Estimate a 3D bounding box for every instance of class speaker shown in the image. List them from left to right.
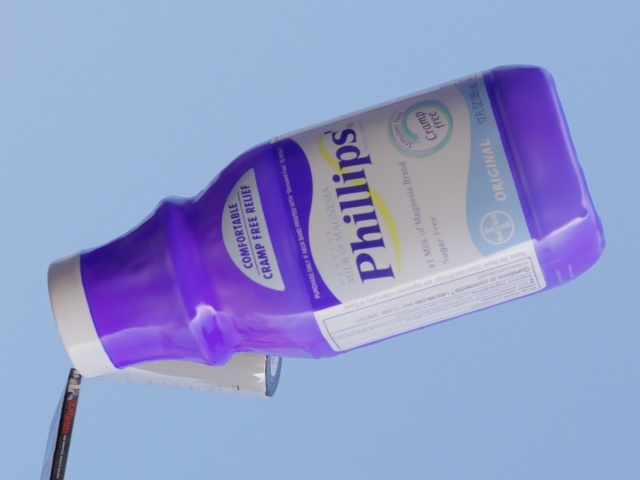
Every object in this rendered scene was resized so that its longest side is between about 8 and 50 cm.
[{"bbox_3d":[-0.099,0.080,1.396,0.136,0.055,0.055,5,-125,11],"label":"speaker"}]

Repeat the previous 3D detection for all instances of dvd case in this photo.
[{"bbox_3d":[-0.205,0.170,1.510,0.087,0.013,0.119,115,-17,-48],"label":"dvd case"}]

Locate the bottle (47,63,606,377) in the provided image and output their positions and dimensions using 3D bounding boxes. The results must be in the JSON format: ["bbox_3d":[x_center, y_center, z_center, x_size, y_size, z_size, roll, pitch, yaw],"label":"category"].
[{"bbox_3d":[0.000,0.000,1.017,0.282,0.092,0.118,-17,-112,7],"label":"bottle"}]
